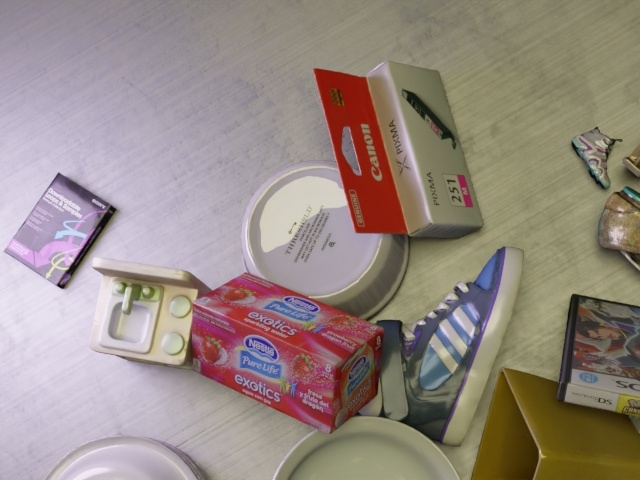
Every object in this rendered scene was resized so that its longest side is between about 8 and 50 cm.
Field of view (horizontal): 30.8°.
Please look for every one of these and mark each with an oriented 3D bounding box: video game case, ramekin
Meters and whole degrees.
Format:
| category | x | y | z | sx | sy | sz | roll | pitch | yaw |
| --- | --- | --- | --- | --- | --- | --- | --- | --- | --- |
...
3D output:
| category | x | y | z | sx | sy | sz | roll | pitch | yaw |
| --- | --- | --- | --- | --- | --- | --- | --- | --- | --- |
| video game case | 0.467 | 0.168 | 1.632 | 0.248 | 0.275 | 0.035 | 10 | 116 | 11 |
| ramekin | 0.000 | 0.000 | 1.799 | 0.273 | 0.127 | 0.272 | -2 | 77 | 8 |

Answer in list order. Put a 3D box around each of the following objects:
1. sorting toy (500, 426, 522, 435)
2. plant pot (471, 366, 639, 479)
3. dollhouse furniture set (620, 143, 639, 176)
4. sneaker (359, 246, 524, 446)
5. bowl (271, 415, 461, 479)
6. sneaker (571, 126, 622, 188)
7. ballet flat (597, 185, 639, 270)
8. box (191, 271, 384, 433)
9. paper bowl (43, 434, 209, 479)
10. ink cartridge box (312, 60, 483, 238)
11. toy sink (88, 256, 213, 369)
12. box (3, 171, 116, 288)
| category | x | y | z | sx | sy | sz | roll | pitch | yaw |
| --- | --- | --- | --- | --- | --- | --- | --- | --- | --- |
| sorting toy | 0.304 | 0.261 | 1.724 | 0.102 | 0.061 | 0.042 | -19 | 73 | 15 |
| plant pot | 0.340 | 0.323 | 1.609 | 0.187 | 0.212 | 0.212 | 5 | 115 | -9 |
| dollhouse furniture set | 0.578 | -0.148 | 1.766 | 0.129 | 0.129 | 0.183 | 45 | 110 | 15 |
| sneaker | 0.151 | 0.129 | 1.742 | 0.236 | 0.130 | 0.322 | 20 | 86 | 8 |
| bowl | 0.058 | 0.410 | 1.669 | 0.298 | 0.134 | 0.297 | 3 | 72 | -9 |
| sneaker | 0.444 | -0.134 | 1.811 | 0.069 | 0.038 | 0.098 | -29 | 74 | 2 |
| ballet flat | 0.573 | 0.041 | 1.720 | 0.349 | 0.123 | 0.123 | 28 | 82 | 13 |
| box | -0.051 | 0.156 | 1.668 | 0.257 | 0.128 | 0.122 | 21 | 121 | 29 |
| paper bowl | -0.298 | 0.432 | 1.730 | 0.284 | 0.148 | 0.284 | -2 | 77 | 7 |
| ink cartridge box | 0.121 | -0.142 | 1.769 | 0.060 | 0.239 | 0.275 | -28 | 70 | 41 |
| toy sink | -0.252 | 0.121 | 1.752 | 0.153 | 0.234 | 0.131 | 8 | 77 | 9 |
| box | -0.430 | -0.018 | 1.919 | 0.116 | 0.029 | 0.162 | 31 | 81 | 14 |
